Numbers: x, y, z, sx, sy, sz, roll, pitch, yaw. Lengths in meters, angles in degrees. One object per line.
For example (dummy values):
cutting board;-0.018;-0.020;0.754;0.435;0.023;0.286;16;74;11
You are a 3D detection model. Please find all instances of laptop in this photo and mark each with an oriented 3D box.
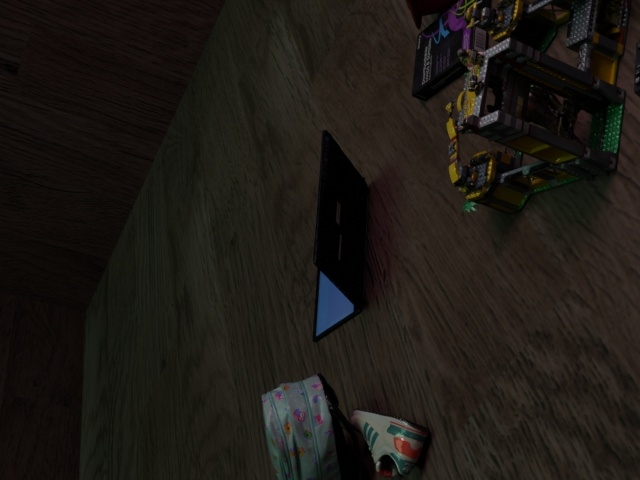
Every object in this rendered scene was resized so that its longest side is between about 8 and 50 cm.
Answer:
laptop;0.000;0.000;1.474;0.136;0.264;0.234;-10;58;23

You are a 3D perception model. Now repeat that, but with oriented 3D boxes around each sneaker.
sneaker;0.079;0.268;1.210;0.161;0.057;0.075;-8;61;62

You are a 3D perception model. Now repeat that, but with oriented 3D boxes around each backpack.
backpack;-0.016;0.278;1.271;0.152;0.115;0.182;-127;23;-58

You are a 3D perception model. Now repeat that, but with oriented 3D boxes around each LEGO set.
LEGO set;0.214;-0.201;1.068;0.255;0.192;0.331;0;74;66

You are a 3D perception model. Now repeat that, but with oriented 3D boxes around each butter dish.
butter dish;0.187;-0.421;1.398;0.160;0.118;0.160;48;-132;-68

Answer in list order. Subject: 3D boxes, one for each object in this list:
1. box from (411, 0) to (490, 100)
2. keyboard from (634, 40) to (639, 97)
box;0.195;-0.294;1.387;0.162;0.029;0.116;-33;45;58
keyboard;0.381;-0.200;0.912;0.180;0.023;0.108;-35;44;56
